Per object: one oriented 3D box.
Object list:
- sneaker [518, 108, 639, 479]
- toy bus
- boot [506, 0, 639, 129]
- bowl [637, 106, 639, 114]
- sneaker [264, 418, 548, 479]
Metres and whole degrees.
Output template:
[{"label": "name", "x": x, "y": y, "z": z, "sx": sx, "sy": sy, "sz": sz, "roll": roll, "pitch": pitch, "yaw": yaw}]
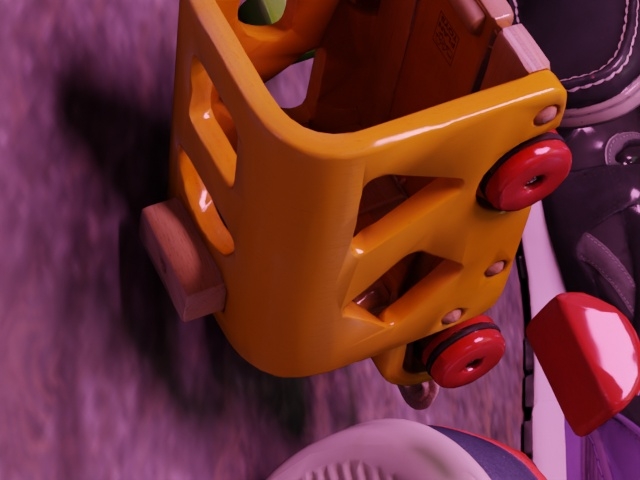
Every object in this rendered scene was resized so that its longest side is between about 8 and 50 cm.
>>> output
[{"label": "sneaker", "x": 0.169, "y": 0.025, "z": 0.884, "sx": 0.107, "sy": 0.124, "sz": 0.283, "roll": 16, "pitch": 69, "yaw": -63}, {"label": "toy bus", "x": -0.001, "y": -0.011, "z": 0.562, "sx": 0.104, "sy": 0.191, "sz": 0.202, "roll": -19, "pitch": 103, "yaw": -20}, {"label": "boot", "x": 0.095, "y": -0.185, "z": 0.832, "sx": 0.178, "sy": 0.085, "sz": 0.236, "roll": 53, "pitch": 31, "yaw": -45}, {"label": "bowl", "x": 0.248, "y": -0.153, "z": 0.984, "sx": 0.311, "sy": 0.163, "sz": 0.311, "roll": -1, "pitch": 90, "yaw": -90}, {"label": "sneaker", "x": 0.091, "y": 0.223, "z": 0.607, "sx": 0.148, "sy": 0.131, "sz": 0.350, "roll": 2, "pitch": 69, "yaw": -63}]
